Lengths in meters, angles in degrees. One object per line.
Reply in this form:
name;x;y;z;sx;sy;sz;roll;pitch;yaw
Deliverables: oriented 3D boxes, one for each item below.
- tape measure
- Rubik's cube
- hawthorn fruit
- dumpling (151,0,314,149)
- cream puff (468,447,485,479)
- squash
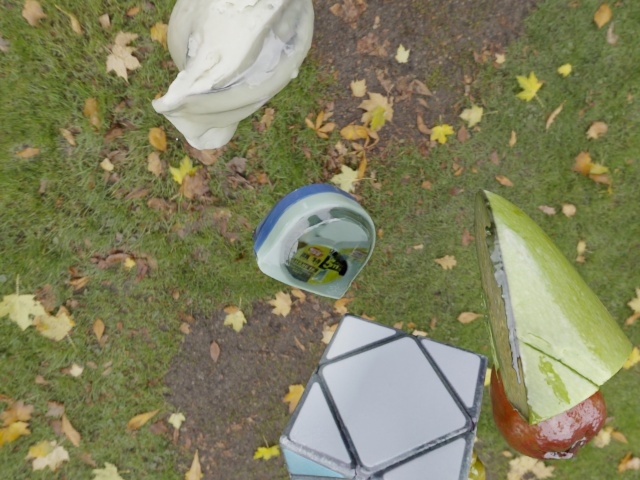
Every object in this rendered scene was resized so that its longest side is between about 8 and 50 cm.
tape measure;-0.001;0.002;0.984;0.259;0.138;0.262;21;121;-34
Rubik's cube;0.087;0.256;0.551;0.205;0.205;0.207;85;28;-42
hawthorn fruit;0.598;0.420;1.103;0.295;0.295;0.311;3;75;-20
dumpling;-0.104;-0.273;0.599;0.187;0.243;0.318;24;76;5
cream puff;0.247;0.607;1.091;0.269;0.323;0.274;-55;146;-15
squash;0.294;0.079;0.655;0.210;0.234;0.309;-38;73;8
